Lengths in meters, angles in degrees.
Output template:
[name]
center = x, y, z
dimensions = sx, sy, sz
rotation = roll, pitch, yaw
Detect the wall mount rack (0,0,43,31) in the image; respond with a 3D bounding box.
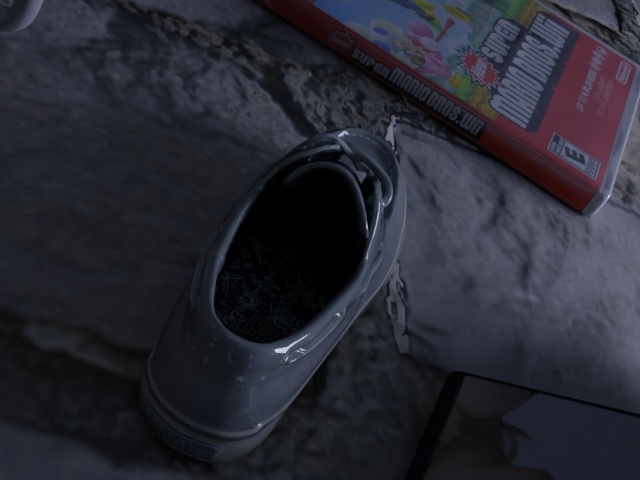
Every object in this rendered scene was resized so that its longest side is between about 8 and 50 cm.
[wall mount rack]
center = -0.233, -0.252, 0.538
dimensions = 0.304, 0.130, 0.350
rotation = 27, 38, -6

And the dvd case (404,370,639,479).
[dvd case]
center = 0.099, 0.148, 0.364
dimensions = 0.180, 0.022, 0.253
rotation = 13, 36, 17

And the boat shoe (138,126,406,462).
[boat shoe]
center = -0.001, 0.000, 0.465
dimensions = 0.079, 0.081, 0.227
rotation = 33, 39, 0

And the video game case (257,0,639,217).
[video game case]
center = 0.091, -0.149, 0.729
dimensions = 0.285, 0.025, 0.204
rotation = 33, 39, 1
